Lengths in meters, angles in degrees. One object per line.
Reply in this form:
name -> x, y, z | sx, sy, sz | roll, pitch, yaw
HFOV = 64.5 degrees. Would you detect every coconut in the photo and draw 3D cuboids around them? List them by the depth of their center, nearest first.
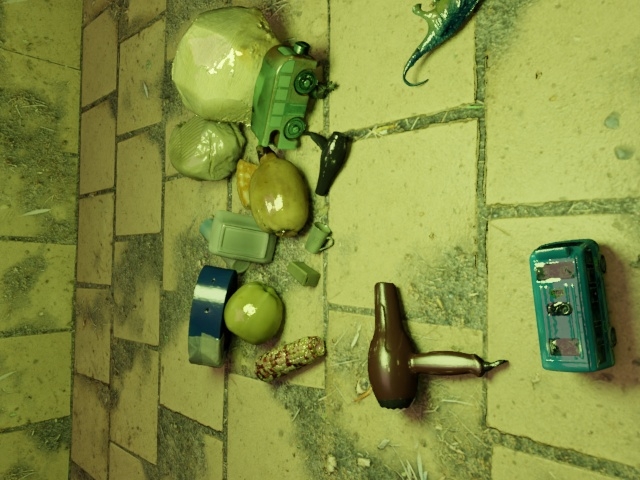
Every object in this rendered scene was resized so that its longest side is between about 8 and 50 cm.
coconut -> -0.282, -0.562, 1.605 | 0.346, 0.346, 0.361 | 48, 127, 35

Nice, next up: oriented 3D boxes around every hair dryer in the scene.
hair dryer -> 0.268, 0.244, 1.209 | 0.340, 0.123, 0.313 | -10, 70, 33
hair dryer -> -0.005, -0.264, 1.523 | 0.219, 0.075, 0.196 | 54, 133, 44

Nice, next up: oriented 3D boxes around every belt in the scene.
belt -> -0.360, 0.260, 1.718 | 0.117, 0.212, 0.347 | 10, 105, 1

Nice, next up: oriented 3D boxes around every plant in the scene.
plant -> 0.007, -0.448, 1.513 | 0.102, 0.051, 0.051 | 7, 93, 50

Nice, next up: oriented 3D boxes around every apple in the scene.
apple -> -0.212, 0.231, 1.608 | 0.200, 0.200, 0.200 | -3, 86, 45

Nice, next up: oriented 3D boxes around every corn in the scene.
corn -> -0.098, 0.364, 1.551 | 0.280, 0.092, 0.092 | -30, 68, 37

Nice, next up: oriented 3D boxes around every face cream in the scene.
face cream -> -0.345, 0.017, 1.820 | 0.250, 0.077, 0.077 | 44, 117, 36

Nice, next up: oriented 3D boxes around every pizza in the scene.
pizza -> -0.199, -0.206, 1.703 | 0.198, 0.062, 0.188 | -12, 82, 36

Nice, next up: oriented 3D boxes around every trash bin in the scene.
trash bin -> -0.053, 0.098, 1.539 | 0.092, 0.060, 0.043 | 36, 113, 42

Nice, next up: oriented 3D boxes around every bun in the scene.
bun -> -0.392, -0.327, 1.802 | 0.281, 0.204, 0.282 | -20, 60, 39

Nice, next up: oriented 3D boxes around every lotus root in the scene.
lotus root -> -0.134, -0.160, 1.557 | 0.182, 0.182, 0.310 | -26, 71, 41

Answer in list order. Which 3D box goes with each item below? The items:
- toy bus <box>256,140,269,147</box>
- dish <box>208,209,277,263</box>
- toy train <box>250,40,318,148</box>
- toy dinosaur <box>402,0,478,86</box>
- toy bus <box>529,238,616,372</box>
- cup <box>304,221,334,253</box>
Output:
toy bus -> -0.192, -0.336, 1.720 | 0.037, 0.031, 0.083 | 13, 97, 35
dish -> -0.247, -0.003, 1.630 | 0.077, 0.212, 0.151 | -127, 49, -75
toy train -> -0.112, -0.430, 1.513 | 0.129, 0.159, 0.327 | 53, 138, 40
toy dinosaur -> 0.303, -0.544, 1.208 | 0.363, 0.076, 0.147 | -43, 66, 30
toy bus -> 0.474, 0.122, 0.964 | 0.113, 0.134, 0.247 | -10, 82, 44
cup -> -0.001, -0.003, 1.509 | 0.054, 0.074, 0.083 | -92, 25, -62
